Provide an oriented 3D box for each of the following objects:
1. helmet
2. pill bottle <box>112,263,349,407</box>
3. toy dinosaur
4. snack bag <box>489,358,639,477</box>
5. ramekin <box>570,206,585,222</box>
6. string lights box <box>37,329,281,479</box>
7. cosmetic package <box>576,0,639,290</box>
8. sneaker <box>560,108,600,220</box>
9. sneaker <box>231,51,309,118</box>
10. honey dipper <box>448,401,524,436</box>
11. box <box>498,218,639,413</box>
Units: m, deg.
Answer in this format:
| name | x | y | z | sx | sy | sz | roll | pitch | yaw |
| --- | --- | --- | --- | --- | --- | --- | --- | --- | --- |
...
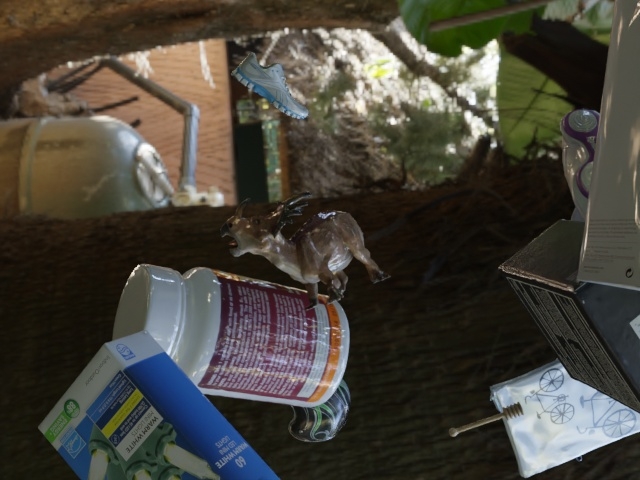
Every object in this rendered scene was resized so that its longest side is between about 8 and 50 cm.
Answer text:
| name | x | y | z | sx | sy | sz | roll | pitch | yaw |
| --- | --- | --- | --- | --- | --- | --- | --- | --- | --- |
| helmet | -0.013 | 0.376 | 1.674 | 0.169 | 0.169 | 0.162 | -101 | -166 | -68 |
| pill bottle | -0.163 | 0.174 | 1.298 | 0.224 | 0.392 | 0.224 | -33 | -130 | 49 |
| toy dinosaur | 0.000 | 0.000 | 1.163 | 0.295 | 0.127 | 0.201 | -18 | 85 | -50 |
| snack bag | 0.577 | 0.385 | 1.619 | 0.037 | 0.342 | 0.323 | -111 | 177 | -61 |
| ramekin | 0.709 | -0.016 | 1.566 | 0.127 | 0.272 | 0.273 | 23 | 54 | -47 |
| string lights box | -0.151 | 0.233 | 0.718 | 0.259 | 0.133 | 0.076 | 44 | 17 | 12 |
| cosmetic package | 0.446 | -0.073 | 0.675 | 0.097 | 0.376 | 0.285 | -170 | -91 | -73 |
| sneaker | 0.567 | -0.130 | 1.450 | 0.152 | 0.114 | 0.305 | 66 | 22 | -47 |
| sneaker | -0.096 | -0.342 | 1.548 | 0.083 | 0.190 | 0.071 | -53 | -162 | 12 |
| honey dipper | 0.346 | 0.380 | 1.476 | 0.030 | 0.160 | 0.031 | -22 | 90 | -84 |
| box | 0.525 | 0.131 | 1.289 | 0.296 | 0.182 | 0.294 | 54 | -6 | -11 |
